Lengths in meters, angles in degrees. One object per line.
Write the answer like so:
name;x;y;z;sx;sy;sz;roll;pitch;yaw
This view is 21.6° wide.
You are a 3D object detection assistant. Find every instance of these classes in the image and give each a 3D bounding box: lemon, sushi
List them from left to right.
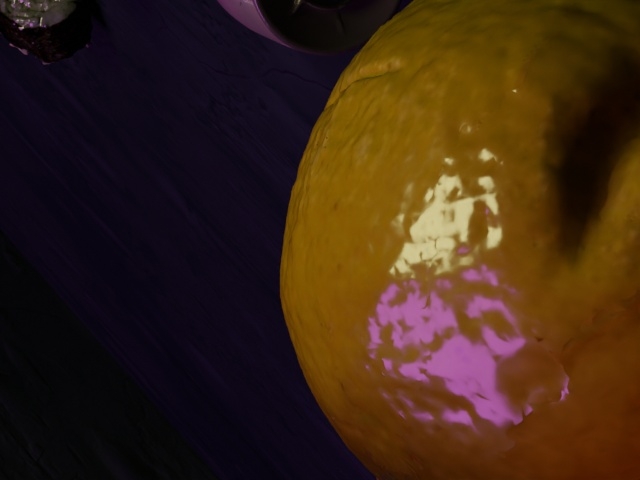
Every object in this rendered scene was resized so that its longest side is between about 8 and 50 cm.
sushi;-0.301;-0.250;1.740;0.150;0.090;0.078;43;166;25
lemon;0.123;0.004;0.766;0.297;0.297;0.297;47;163;19

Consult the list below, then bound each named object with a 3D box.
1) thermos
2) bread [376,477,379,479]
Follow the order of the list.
thermos;-0.044;-0.185;1.091;0.193;0.137;0.105;-146;54;-63
bread;0.135;0.281;1.611;0.174;0.121;0.245;41;163;31
